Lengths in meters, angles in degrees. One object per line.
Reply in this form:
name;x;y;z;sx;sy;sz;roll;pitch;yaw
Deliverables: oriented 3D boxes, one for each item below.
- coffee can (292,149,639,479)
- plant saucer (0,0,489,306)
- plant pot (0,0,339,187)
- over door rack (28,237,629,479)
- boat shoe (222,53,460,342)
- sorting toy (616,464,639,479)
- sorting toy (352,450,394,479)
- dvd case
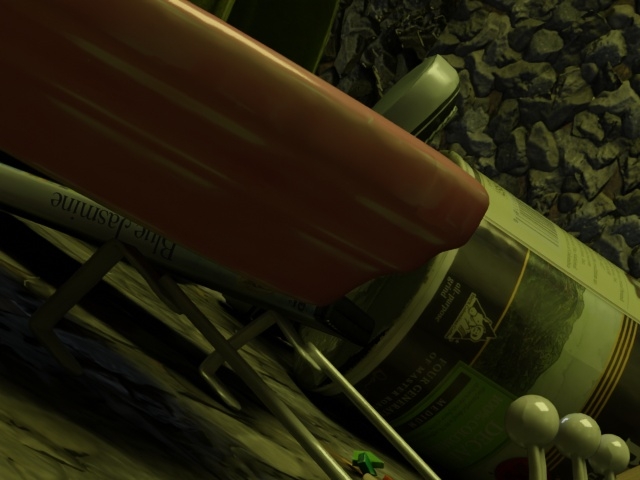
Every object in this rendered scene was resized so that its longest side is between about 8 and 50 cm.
coffee can;0.148;0.090;1.312;0.275;0.201;0.201;33;1;-16
plant saucer;-0.087;-0.065;0.787;0.332;0.084;0.332;28;2;-1
plant pot;-0.200;-0.205;1.456;0.353;0.366;0.366;22;0;9
over door rack;0.056;0.100;0.816;0.324;0.108;0.239;34;0;20
boat shoe;0.036;-0.018;1.431;0.105;0.306;0.113;39;33;-2
sorting toy;0.221;0.175;1.055;0.208;0.193;0.038;-148;-142;-72
sorting toy;0.046;0.143;1.025;0.083;0.012;0.062;35;2;23
dvd case;-0.096;0.005;1.058;0.253;0.022;0.180;20;-5;11
